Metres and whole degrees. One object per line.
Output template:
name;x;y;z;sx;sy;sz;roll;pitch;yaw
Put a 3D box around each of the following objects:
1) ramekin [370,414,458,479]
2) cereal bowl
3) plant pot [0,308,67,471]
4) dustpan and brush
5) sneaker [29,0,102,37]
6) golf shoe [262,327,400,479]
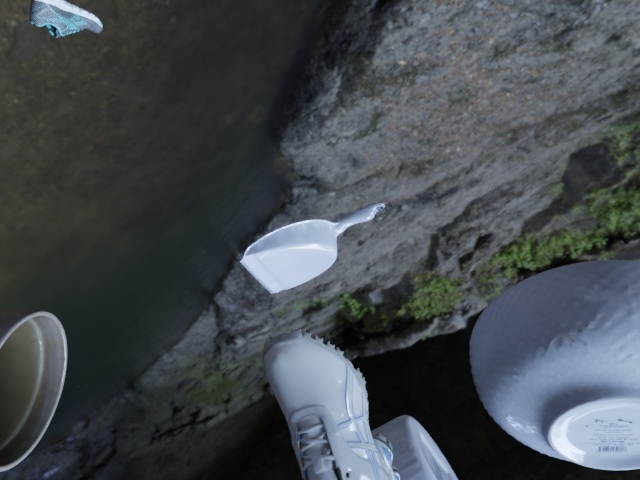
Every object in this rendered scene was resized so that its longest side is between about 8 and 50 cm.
ramekin;0.187;0.490;1.090;0.135;0.277;0.277;-36;174;7
cereal bowl;0.371;0.191;0.705;0.339;0.339;0.141;-43;-160;36
plant pot;-0.741;0.290;1.128;0.281;0.322;0.323;6;173;2
dustpan and brush;0.000;0.000;0.798;0.211;0.060;0.147;-18;151;7
sneaker;-0.523;-0.448;1.108;0.166;0.065;0.076;2;111;-64
golf shoe;0.008;0.151;0.408;0.069;0.176;0.086;-26;-167;20
